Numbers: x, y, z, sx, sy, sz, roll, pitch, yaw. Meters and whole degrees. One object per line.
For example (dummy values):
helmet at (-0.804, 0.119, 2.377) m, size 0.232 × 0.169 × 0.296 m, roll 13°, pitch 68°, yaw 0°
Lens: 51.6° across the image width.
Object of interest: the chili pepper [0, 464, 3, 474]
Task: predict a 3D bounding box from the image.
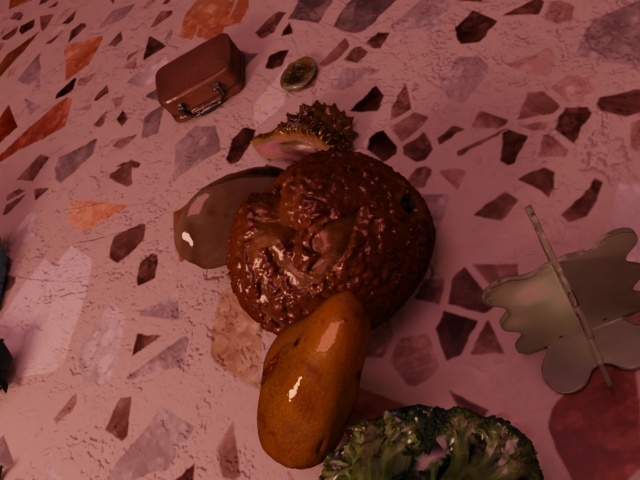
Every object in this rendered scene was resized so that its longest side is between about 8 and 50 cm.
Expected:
chili pepper at (-0.462, 0.475, 1.008) m, size 0.359 × 0.076 × 0.085 m, roll 27°, pitch 102°, yaw 39°

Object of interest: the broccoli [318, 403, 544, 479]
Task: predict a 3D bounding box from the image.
broccoli at (0.105, 0.299, 0.665) m, size 0.265 × 0.245 × 0.295 m, roll 37°, pitch 111°, yaw 14°

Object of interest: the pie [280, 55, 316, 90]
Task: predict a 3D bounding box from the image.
pie at (-0.043, -0.329, 1.303) m, size 0.085 × 0.017 × 0.085 m, roll -15°, pitch 55°, yaw 22°

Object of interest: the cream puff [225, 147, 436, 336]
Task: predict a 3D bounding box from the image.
cream puff at (0.000, 0.000, 0.940) m, size 0.302 × 0.212 × 0.303 m, roll -14°, pitch 59°, yaw 25°

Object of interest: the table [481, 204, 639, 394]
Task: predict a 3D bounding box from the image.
table at (0.277, 0.064, 0.738) m, size 0.166 × 0.198 × 0.167 m, roll -16°, pitch 54°, yaw 23°

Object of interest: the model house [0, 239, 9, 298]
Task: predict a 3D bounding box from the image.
model house at (-0.827, 0.098, 1.393) m, size 0.261 × 0.226 × 0.241 m, roll -22°, pitch 82°, yaw 20°

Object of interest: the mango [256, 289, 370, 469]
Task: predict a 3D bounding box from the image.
mango at (-0.016, 0.174, 0.796) m, size 0.120 × 0.295 × 0.177 m, roll 12°, pitch 53°, yaw 3°

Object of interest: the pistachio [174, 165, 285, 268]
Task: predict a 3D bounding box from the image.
pistachio at (-0.135, -0.042, 1.098) m, size 0.237 × 0.153 × 0.138 m, roll -26°, pitch 54°, yaw -25°

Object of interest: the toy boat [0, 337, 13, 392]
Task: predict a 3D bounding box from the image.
toy boat at (-0.726, 0.259, 1.267) m, size 0.295 × 0.122 × 0.114 m, roll -16°, pitch 29°, yaw 25°

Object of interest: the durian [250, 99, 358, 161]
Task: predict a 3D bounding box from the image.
durian at (-0.046, -0.195, 1.178) m, size 0.224 × 0.078 × 0.141 m, roll -1°, pitch 60°, yaw 29°

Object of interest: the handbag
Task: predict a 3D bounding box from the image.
handbag at (-0.253, -0.340, 1.403) m, size 0.193 × 0.072 × 0.151 m, roll -25°, pitch 51°, yaw 13°
